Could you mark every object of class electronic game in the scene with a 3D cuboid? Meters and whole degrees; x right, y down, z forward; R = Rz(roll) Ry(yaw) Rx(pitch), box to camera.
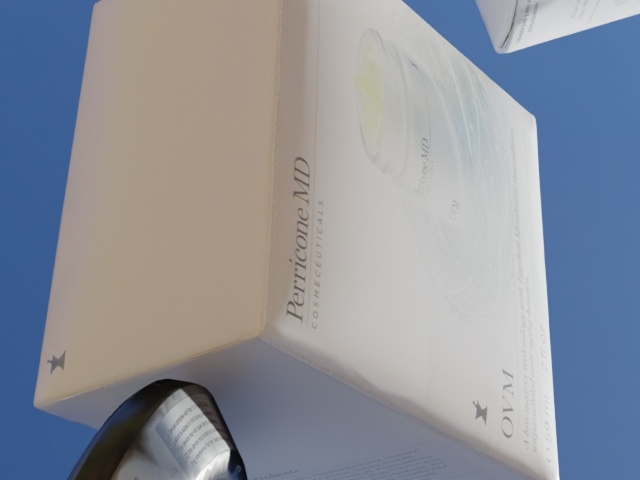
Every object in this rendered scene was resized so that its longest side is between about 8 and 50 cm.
[{"bbox_3d":[-0.073,0.162,0.450,0.048,0.229,0.229,11,-125,10],"label":"electronic game"}]

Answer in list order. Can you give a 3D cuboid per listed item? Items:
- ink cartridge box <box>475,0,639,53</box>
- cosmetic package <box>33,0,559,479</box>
[{"bbox_3d":[0.187,-0.224,0.758,0.218,0.092,0.158,-17,-108,-6],"label":"ink cartridge box"},{"bbox_3d":[0.000,0.000,0.624,0.138,0.225,0.224,-22,-127,35],"label":"cosmetic package"}]
